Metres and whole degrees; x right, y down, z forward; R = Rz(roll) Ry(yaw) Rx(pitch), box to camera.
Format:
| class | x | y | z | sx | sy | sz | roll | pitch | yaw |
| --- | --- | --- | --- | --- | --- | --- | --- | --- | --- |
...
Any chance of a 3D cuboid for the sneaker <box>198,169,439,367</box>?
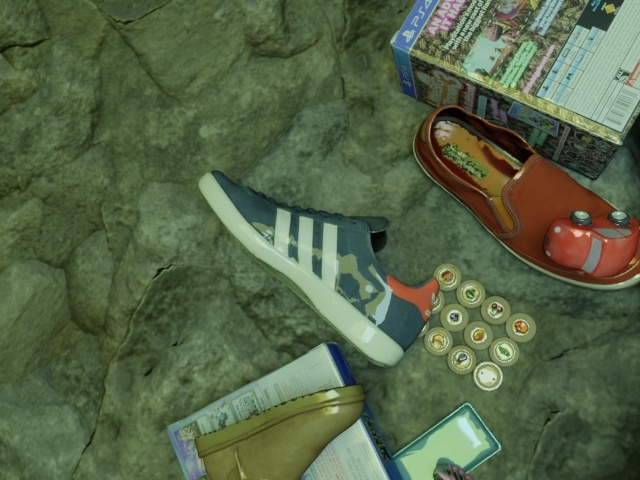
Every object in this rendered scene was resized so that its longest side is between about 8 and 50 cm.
| class | x | y | z | sx | sy | sz | roll | pitch | yaw |
| --- | --- | --- | --- | --- | --- | --- | --- | --- | --- |
| sneaker | 0.000 | 0.000 | 0.789 | 0.350 | 0.131 | 0.148 | 40 | 82 | 11 |

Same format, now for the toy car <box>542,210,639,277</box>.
| class | x | y | z | sx | sy | sz | roll | pitch | yaw |
| --- | --- | --- | --- | --- | --- | --- | --- | --- | --- |
| toy car | 0.385 | -0.010 | 0.628 | 0.239 | 0.053 | 0.225 | 28 | 119 | -21 |

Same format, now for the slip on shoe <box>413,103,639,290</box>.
| class | x | y | z | sx | sy | sz | roll | pitch | yaw |
| --- | --- | --- | --- | --- | --- | --- | --- | --- | --- |
| slip on shoe | 0.252 | -0.056 | 0.748 | 0.331 | 0.101 | 0.123 | 40 | 88 | 16 |

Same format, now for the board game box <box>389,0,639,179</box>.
| class | x | y | z | sx | sy | sz | roll | pitch | yaw |
| --- | --- | --- | --- | --- | --- | --- | --- | --- | --- |
| board game box | 0.274 | -0.253 | 0.761 | 0.290 | 0.141 | 0.232 | 30 | 86 | 17 |

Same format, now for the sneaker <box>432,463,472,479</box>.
| class | x | y | z | sx | sy | sz | roll | pitch | yaw |
| --- | --- | --- | --- | --- | --- | --- | --- | --- | --- |
| sneaker | 0.172 | 0.314 | 0.712 | 0.119 | 0.047 | 0.057 | 41 | 105 | 2 |

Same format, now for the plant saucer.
| class | x | y | z | sx | sy | sz | roll | pitch | yaw |
| --- | --- | --- | --- | --- | --- | --- | --- | --- | --- |
| plant saucer | 0.125 | 0.281 | 0.750 | 0.192 | 0.018 | 0.067 | -37 | 73 | 4 |

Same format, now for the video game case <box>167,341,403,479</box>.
| class | x | y | z | sx | sy | sz | roll | pitch | yaw |
| --- | --- | --- | --- | --- | --- | --- | --- | --- | --- |
| video game case | -0.032 | 0.300 | 0.746 | 0.244 | 0.061 | 0.270 | -30 | 74 | 12 |

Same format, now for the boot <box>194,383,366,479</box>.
| class | x | y | z | sx | sy | sz | roll | pitch | yaw |
| --- | --- | --- | --- | --- | --- | --- | --- | --- | --- |
| boot | -0.010 | 0.314 | 0.663 | 0.236 | 0.089 | 0.270 | -28 | 72 | 26 |

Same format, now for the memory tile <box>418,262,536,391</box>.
| class | x | y | z | sx | sy | sz | roll | pitch | yaw |
| --- | --- | --- | --- | --- | --- | --- | --- | --- | --- |
| memory tile | 0.185 | 0.109 | 0.774 | 0.148 | 0.012 | 0.113 | 35 | 88 | 17 |
